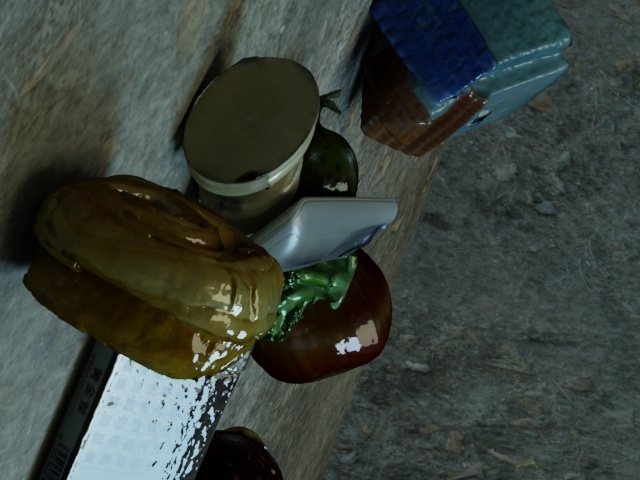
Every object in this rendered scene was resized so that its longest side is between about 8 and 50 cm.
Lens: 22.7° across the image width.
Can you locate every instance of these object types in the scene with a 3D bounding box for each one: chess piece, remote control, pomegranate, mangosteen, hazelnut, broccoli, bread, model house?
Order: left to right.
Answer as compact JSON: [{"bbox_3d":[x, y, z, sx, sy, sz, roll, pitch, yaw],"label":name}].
[{"bbox_3d":[-0.128,0.025,1.281,0.120,0.198,0.236,-62,173,7],"label":"bread"},{"bbox_3d":[-0.150,0.318,2.085,0.217,0.192,0.192,58,-45,52],"label":"mangosteen"},{"bbox_3d":[-0.070,-0.075,1.683,0.307,0.124,0.139,95,8,-74],"label":"chess piece"},{"bbox_3d":[-0.039,0.037,2.003,0.195,0.156,0.195,18,90,-88],"label":"broccoli"},{"bbox_3d":[-0.016,-0.094,1.874,0.148,0.148,0.169,-38,144,-72],"label":"pomegranate"},{"bbox_3d":[-0.011,0.077,2.196,0.229,0.229,0.229,24,90,-81],"label":"hazelnut"},{"bbox_3d":[0.000,0.000,1.787,0.109,0.055,0.313,-37,168,20],"label":"remote control"},{"bbox_3d":[0.150,-0.254,2.313,0.329,0.252,0.295,-32,176,-34],"label":"model house"}]

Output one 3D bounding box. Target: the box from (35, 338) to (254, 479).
[{"bbox_3d":[-0.182,0.184,1.616,0.180,0.047,0.325,18,97,-49],"label":"box"}]
